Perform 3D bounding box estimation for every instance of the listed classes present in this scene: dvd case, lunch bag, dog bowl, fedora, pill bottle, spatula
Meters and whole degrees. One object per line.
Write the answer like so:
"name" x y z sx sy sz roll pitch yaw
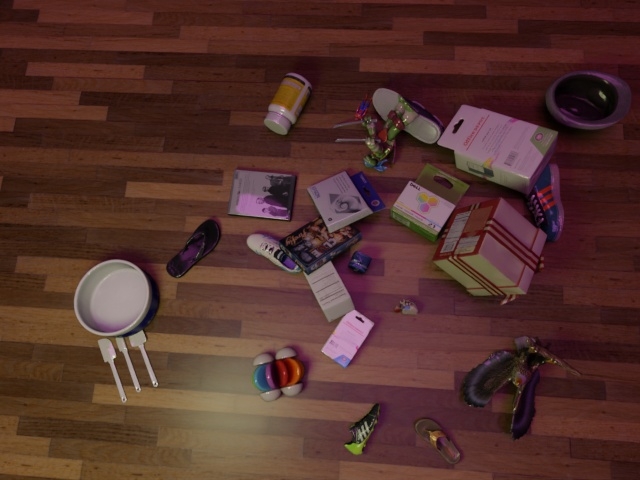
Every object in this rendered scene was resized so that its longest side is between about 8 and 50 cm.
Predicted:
"dvd case" -0.218 -0.170 1.788 0.238 0.029 0.180 6 78 5
"lunch bag" 0.137 0.081 1.678 0.067 0.098 0.065 25 82 3
"dog bowl" -0.713 0.206 1.679 0.264 0.104 0.265 -1 73 3
"fedora" 0.963 -0.494 1.752 0.275 0.124 0.244 7 75 13
"pill bottle" -0.126 -0.517 1.815 0.119 0.119 0.209 25 79 8
"spatula" -0.672 0.427 1.681 0.168 0.019 0.242 -25 77 -4

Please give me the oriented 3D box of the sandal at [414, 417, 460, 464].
"sandal" 0.389 0.656 1.560 0.072 0.049 0.180 -43 79 -7

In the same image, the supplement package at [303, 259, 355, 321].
"supplement package" 0.028 0.167 1.633 0.105 0.105 0.179 -26 56 -4

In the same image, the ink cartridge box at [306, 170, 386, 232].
"ink cartridge box" 0.089 -0.154 1.713 0.223 0.045 0.223 -24 50 -4

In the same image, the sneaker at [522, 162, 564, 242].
"sneaker" 0.779 -0.136 1.696 0.120 0.108 0.303 3 69 4

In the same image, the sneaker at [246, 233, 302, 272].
"sneaker" -0.160 0.039 1.710 0.237 0.086 0.085 28 82 10

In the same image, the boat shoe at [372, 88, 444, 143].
"boat shoe" 0.331 -0.471 1.800 0.302 0.091 0.114 43 127 10

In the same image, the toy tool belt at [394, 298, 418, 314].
"toy tool belt" 0.300 0.229 1.667 0.083 0.052 0.051 5 46 1

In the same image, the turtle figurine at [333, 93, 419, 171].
"turtle figurine" 0.198 -0.408 1.708 0.274 0.198 0.266 45 110 4

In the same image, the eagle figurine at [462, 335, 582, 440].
"eagle figurine" 0.634 0.454 1.549 0.298 0.225 0.226 -59 35 19

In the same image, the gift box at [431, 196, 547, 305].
"gift box" 0.544 0.054 1.559 0.258 0.255 0.277 34 74 -17

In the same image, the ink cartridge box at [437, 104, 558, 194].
"ink cartridge box" 0.623 -0.332 1.706 0.353 0.119 0.207 30 79 29

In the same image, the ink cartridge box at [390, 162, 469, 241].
"ink cartridge box" 0.396 -0.154 1.711 0.188 0.097 0.255 32 81 15

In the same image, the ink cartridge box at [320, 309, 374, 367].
"ink cartridge box" 0.094 0.333 1.641 0.104 0.061 0.181 34 81 10

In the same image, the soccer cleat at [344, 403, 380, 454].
"soccer cleat" 0.140 0.617 1.578 0.072 0.060 0.179 27 83 10

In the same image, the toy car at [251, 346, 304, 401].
"toy car" -0.145 0.447 1.589 0.181 0.136 0.159 -14 77 0

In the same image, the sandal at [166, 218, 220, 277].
"sandal" -0.459 0.032 1.740 0.097 0.054 0.255 36 82 10

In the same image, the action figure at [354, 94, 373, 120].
"action figure" 0.163 -0.510 1.847 0.038 0.030 0.115 27 82 3

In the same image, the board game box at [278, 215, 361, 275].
"board game box" 0.000 0.000 1.665 0.243 0.042 0.165 -33 53 -23
